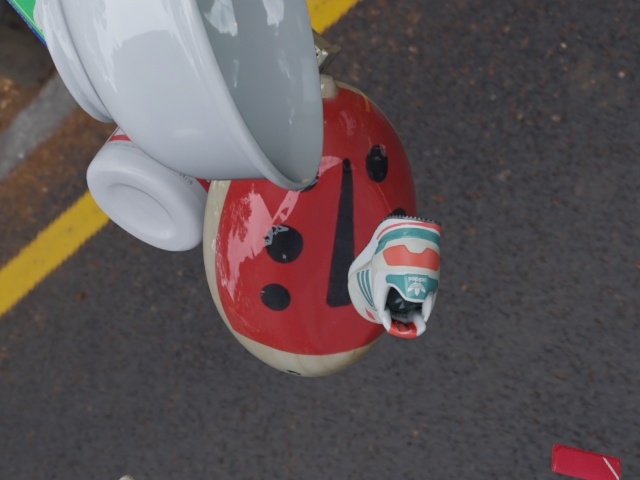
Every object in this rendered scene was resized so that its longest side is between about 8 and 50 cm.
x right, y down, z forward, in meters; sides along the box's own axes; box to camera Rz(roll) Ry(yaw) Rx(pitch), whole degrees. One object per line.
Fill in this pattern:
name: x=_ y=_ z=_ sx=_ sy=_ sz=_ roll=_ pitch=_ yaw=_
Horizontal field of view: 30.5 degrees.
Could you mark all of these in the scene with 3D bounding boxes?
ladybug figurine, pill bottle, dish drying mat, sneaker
ladybug figurine: x=0.000 y=0.000 z=1.579 sx=0.162 sy=0.305 sz=0.449 roll=-128 pitch=32 yaw=-57
pill bottle: x=-0.206 y=-0.200 z=2.031 sx=0.229 sy=0.229 sz=0.408 roll=-3 pitch=47 yaw=46
dish drying mat: x=0.295 y=0.249 z=1.300 sx=0.008 sy=0.083 sz=0.032 roll=136 pitch=146 yaw=-64
sneaker: x=0.054 y=0.045 z=0.892 sx=0.161 sy=0.057 sz=0.075 roll=112 pitch=163 yaw=-63

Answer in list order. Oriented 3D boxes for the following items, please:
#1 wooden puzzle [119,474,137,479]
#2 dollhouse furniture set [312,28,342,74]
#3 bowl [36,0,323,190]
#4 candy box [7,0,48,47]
wooden puzzle: x=-0.191 y=0.434 z=1.661 sx=0.044 sy=0.221 sz=0.238 roll=-35 pitch=11 yaw=-23
dollhouse furniture set: x=-0.083 y=-0.241 z=1.582 sx=0.129 sy=0.183 sz=0.129 roll=41 pitch=114 yaw=4
bowl: x=-0.105 y=-0.165 z=0.806 sx=0.134 sy=0.298 sz=0.298 roll=-12 pitch=62 yaw=14
candy box: x=-0.216 y=-0.260 z=1.101 sx=0.122 sy=0.268 sz=0.317 roll=-49 pitch=62 yaw=7
